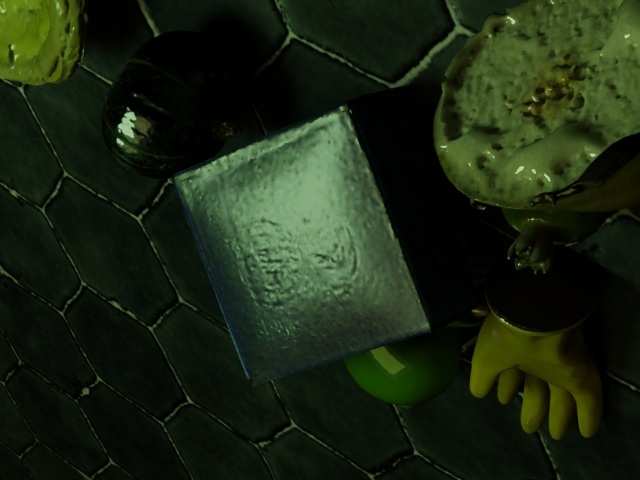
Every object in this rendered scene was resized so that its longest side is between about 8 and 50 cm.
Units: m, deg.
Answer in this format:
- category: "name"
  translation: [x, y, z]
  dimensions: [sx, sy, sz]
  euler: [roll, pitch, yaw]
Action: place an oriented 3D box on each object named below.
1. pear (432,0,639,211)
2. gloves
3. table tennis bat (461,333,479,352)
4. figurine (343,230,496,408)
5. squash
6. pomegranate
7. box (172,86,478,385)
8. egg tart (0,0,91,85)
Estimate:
- category: "pear"
  translation: [0.252, -0.104, 1.462]
  dimensions: [0.267, 0.266, 0.178]
  euler: [7, 161, 47]
- category: "gloves"
  translation: [0.249, 0.139, 1.805]
  dimensions: [0.133, 0.116, 0.294]
  euler: [37, 154, 30]
- category: "table tennis bat"
  translation: [0.195, 0.102, 1.833]
  dimensions: [0.007, 0.083, 0.050]
  euler: [46, 161, 31]
- category: "figurine"
  translation: [0.113, 0.092, 1.882]
  dimensions: [0.162, 0.143, 0.263]
  euler: [37, 137, 6]
- category: "squash"
  translation: [-0.171, -0.156, 1.887]
  dimensions: [0.156, 0.193, 0.193]
  euler: [37, 151, -12]
- category: "pomegranate"
  translation: [0.225, -0.031, 1.594]
  dimensions: [0.115, 0.142, 0.114]
  euler: [21, 154, 11]
- category: "box"
  translation: [0.000, 0.000, 1.790]
  dimensions: [0.279, 0.116, 0.261]
  euler: [-20, 92, 40]
- category: "egg tart"
  translation: [-0.386, -0.355, 1.981]
  dimensions: [0.345, 0.132, 0.345]
  euler: [32, 146, 24]
